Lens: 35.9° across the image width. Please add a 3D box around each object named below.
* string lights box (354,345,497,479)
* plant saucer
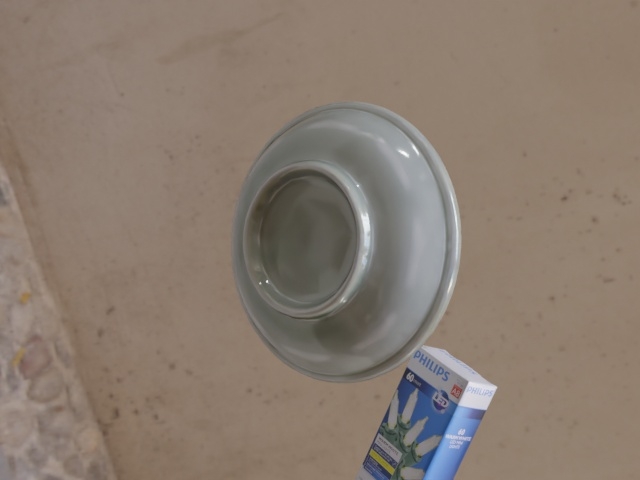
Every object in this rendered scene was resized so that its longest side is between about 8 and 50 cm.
[{"bbox_3d":[0.168,0.316,1.602,0.076,0.133,0.260,16,101,-40],"label":"string lights box"},{"bbox_3d":[0.000,0.000,1.374,0.100,0.400,0.401,4,73,-51],"label":"plant saucer"}]
